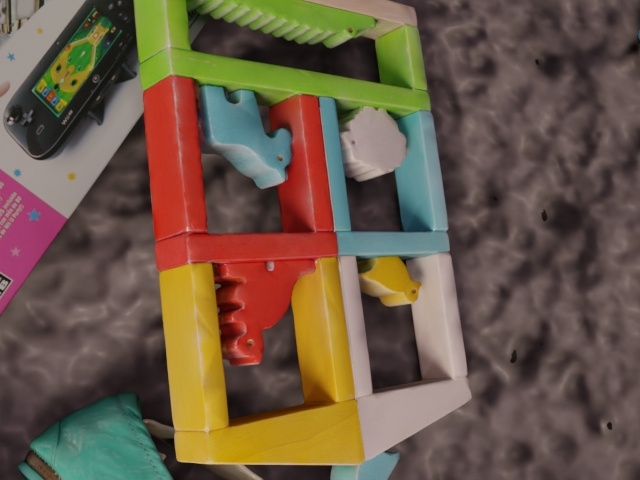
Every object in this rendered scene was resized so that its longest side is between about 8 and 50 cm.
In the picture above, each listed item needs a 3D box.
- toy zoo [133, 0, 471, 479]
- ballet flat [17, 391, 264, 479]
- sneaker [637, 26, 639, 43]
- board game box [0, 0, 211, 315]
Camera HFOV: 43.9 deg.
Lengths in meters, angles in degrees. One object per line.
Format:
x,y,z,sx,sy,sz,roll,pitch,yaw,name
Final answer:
0.000,0.000,0.432,0.192,0.030,0.293,0,81,-42,toy zoo
-0.043,0.164,0.388,0.247,0.083,0.087,41,65,19,ballet flat
0.262,-0.286,0.552,0.140,0.125,0.341,-9,79,-9,sneaker
-0.222,-0.126,0.344,0.303,0.097,0.224,44,69,-39,board game box
